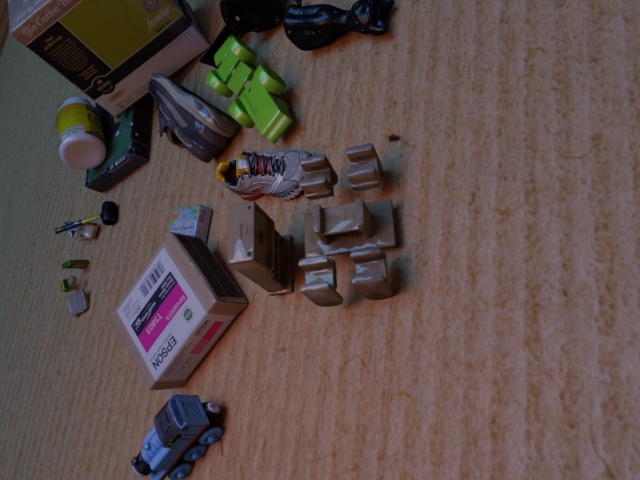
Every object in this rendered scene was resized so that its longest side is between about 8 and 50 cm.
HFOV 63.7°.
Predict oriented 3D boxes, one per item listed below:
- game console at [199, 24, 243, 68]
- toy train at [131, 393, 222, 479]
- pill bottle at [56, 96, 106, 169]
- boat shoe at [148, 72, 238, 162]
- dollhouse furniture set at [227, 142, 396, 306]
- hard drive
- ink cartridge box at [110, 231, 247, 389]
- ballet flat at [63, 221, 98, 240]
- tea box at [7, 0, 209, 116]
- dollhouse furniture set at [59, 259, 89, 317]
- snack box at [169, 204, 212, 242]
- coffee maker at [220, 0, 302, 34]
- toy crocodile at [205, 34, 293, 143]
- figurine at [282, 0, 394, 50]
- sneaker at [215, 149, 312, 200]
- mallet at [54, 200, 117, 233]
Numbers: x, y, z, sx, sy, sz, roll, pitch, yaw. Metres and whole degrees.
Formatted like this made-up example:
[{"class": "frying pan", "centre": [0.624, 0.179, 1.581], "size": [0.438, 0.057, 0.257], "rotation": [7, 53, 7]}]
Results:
[{"class": "game console", "centre": [-0.242, -0.482, 1.233], "size": [0.122, 0.071, 0.107], "rotation": [-45, 50, 19]}, {"class": "toy train", "centre": [-0.251, 0.345, 0.892], "size": [0.184, 0.105, 0.080], "rotation": [-50, 47, 15]}, {"class": "pill bottle", "centre": [-0.663, -0.303, 1.424], "size": [0.117, 0.117, 0.215], "rotation": [-43, 50, 21]}, {"class": "boat shoe", "centre": [-0.328, -0.286, 1.193], "size": [0.355, 0.132, 0.130], "rotation": [39, 101, 45]}, {"class": "dollhouse furniture set", "centre": [0.000, 0.000, 0.812], "size": [0.241, 0.161, 0.212], "rotation": [-9, 66, 16]}, {"class": "hard drive", "centre": [-0.572, -0.330, 1.478], "size": [0.236, 0.064, 0.339], "rotation": [-24, 58, 34]}, {"class": "ink cartridge box", "centre": [-0.277, 0.134, 0.988], "size": [0.235, 0.088, 0.193], "rotation": [-51, 58, 14]}, {"class": "ballet flat", "centre": [-0.693, -0.027, 1.476], "size": [0.168, 0.057, 0.053], "rotation": [3, 85, 43]}, {"class": "tea box", "centre": [-0.522, -0.555, 1.285], "size": [0.328, 0.323, 0.220], "rotation": [-32, 57, 9]}, {"class": "dollhouse furniture set", "centre": [-0.654, 0.129, 1.400], "size": [0.076, 0.058, 0.152], "rotation": [-26, 76, 24]}, {"class": "snack box", "centre": [-0.288, -0.001, 1.109], "size": [0.100, 0.037, 0.141], "rotation": [-4, 72, 40]}, {"class": "coffee maker", "centre": [-0.137, -0.557, 1.144], "size": [0.120, 0.171, 0.178], "rotation": [111, 156, -55]}, {"class": "toy crocodile", "centre": [-0.143, -0.321, 1.070], "size": [0.115, 0.105, 0.341], "rotation": [-51, 51, 20]}, {"class": "figurine", "centre": [0.058, -0.466, 0.957], "size": [0.209, 0.092, 0.215], "rotation": [11, 80, 36]}, {"class": "sneaker", "centre": [-0.107, -0.123, 0.955], "size": [0.225, 0.092, 0.088], "rotation": [-8, 69, 40]}, {"class": "mallet", "centre": [-0.641, -0.061, 1.409], "size": [0.189, 0.039, 0.063], "rotation": [-10, 63, 14]}]
